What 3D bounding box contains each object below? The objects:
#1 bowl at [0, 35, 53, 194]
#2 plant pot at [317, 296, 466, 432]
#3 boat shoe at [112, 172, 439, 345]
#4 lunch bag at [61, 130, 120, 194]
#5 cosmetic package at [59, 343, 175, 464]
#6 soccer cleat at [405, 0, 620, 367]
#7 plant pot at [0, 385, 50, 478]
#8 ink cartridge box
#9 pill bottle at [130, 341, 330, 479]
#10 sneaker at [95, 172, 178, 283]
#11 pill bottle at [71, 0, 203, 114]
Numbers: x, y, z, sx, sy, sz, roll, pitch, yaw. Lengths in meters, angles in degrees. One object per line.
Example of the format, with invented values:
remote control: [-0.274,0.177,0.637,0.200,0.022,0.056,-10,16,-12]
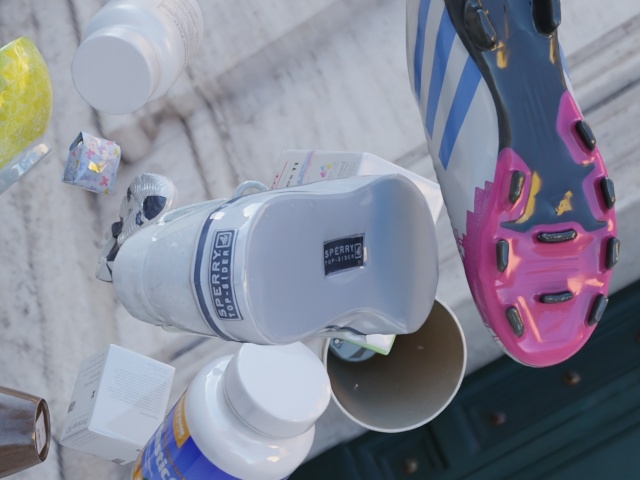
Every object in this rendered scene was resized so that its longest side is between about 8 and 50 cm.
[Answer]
bowl: [-0.505,-0.161,1.662,0.156,0.289,0.289,49,11,-13]
plant pot: [0.097,0.189,1.981,0.256,0.256,0.274,57,-8,-12]
boat shoe: [-0.032,0.021,0.826,0.367,0.156,0.135,-10,98,-64]
lunch bag: [-0.352,-0.120,1.676,0.071,0.083,0.053,17,-5,-41]
cosmetic package: [-0.405,0.330,2.174,0.151,0.151,0.183,26,57,-25]
soccer cleat: [0.135,-0.075,0.810,0.143,0.116,0.331,-172,-109,-73]
plant pot: [-0.578,0.323,1.817,0.215,0.230,0.215,-2,90,-90]
ink cartridge box: [0.000,0.000,1.355,0.119,0.207,0.353,21,-3,-21]
pill bottle: [-0.100,0.224,1.226,0.152,0.272,0.152,19,43,-19]
sneaker: [-0.181,0.001,1.368,0.153,0.235,0.094,14,54,-21]
pill bottle: [-0.236,-0.249,1.398,0.131,0.131,0.229,56,21,-20]
